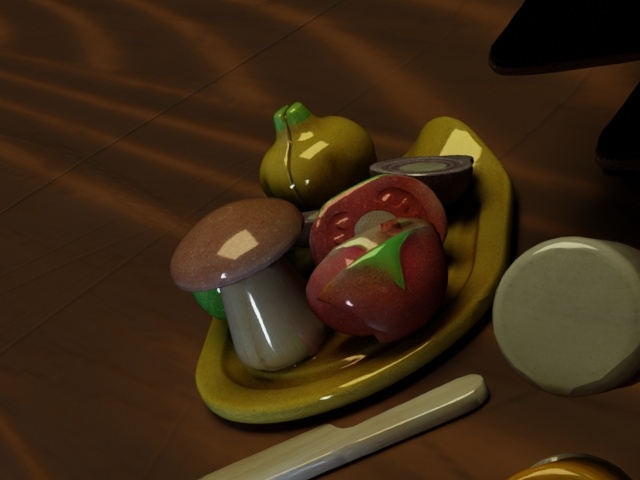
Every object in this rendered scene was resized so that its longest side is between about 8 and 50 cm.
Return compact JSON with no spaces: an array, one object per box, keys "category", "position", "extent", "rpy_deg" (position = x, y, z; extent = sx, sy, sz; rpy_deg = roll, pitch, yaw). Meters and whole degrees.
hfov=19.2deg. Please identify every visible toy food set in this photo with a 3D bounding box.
[{"category":"toy food set","position":[0.000,0.000,0.696],"extent":[0.128,0.071,0.218],"rpy_deg":[-21,23,16]},{"category":"toy food set","position":[0.143,0.011,0.482],"extent":[0.232,0.111,0.104],"rpy_deg":[-32,-11,16]}]

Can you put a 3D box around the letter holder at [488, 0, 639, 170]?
[{"category":"letter holder","position":[0.192,-0.107,0.613],"extent":[0.302,0.152,0.214],"rpy_deg":[-9,30,38]}]
